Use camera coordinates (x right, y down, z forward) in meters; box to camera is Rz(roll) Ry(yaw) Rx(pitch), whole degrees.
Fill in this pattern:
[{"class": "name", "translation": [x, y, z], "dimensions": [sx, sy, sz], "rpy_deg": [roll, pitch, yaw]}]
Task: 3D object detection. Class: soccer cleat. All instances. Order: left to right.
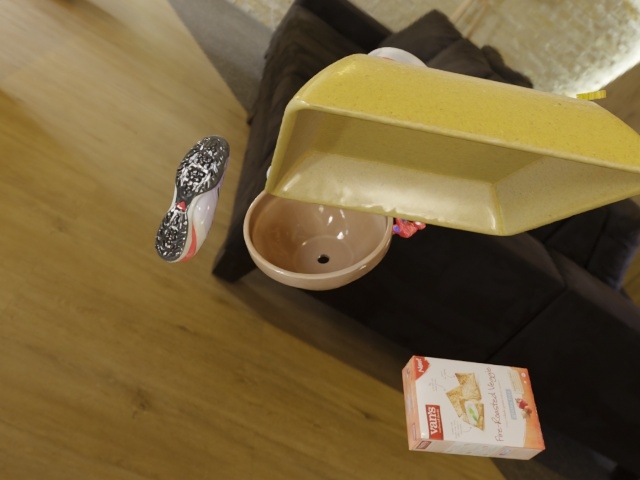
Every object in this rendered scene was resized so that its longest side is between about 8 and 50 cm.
[{"class": "soccer cleat", "translation": [-0.289, -0.098, 1.462], "dimensions": [0.109, 0.318, 0.116], "rpy_deg": [25, 7, 19]}]

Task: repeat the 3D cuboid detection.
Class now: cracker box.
[{"class": "cracker box", "translation": [0.271, 0.302, 1.114], "dimensions": [0.233, 0.067, 0.155], "rpy_deg": [8, 51, -10]}]

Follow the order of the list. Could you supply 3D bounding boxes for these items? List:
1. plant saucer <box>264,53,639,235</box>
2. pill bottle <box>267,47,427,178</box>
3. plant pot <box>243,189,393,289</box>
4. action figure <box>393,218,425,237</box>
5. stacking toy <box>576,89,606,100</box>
[{"class": "plant saucer", "translation": [0.119, -0.091, 0.653], "dimensions": [0.333, 0.080, 0.333], "rpy_deg": [10, -9, -7]}, {"class": "pill bottle", "translation": [0.075, -0.225, 1.359], "dimensions": [0.229, 0.229, 0.407], "rpy_deg": [40, 64, 2]}, {"class": "plant pot", "translation": [0.000, 0.000, 1.012], "dimensions": [0.238, 0.109, 0.237], "rpy_deg": [-3, 50, 4]}, {"class": "action figure", "translation": [0.207, -0.063, 2.022], "dimensions": [0.091, 0.281, 0.139], "rpy_deg": [-33, 111, -54]}, {"class": "stacking toy", "translation": [0.562, -0.256, 1.439], "dimensions": [0.052, 0.166, 0.221], "rpy_deg": [-15, 14, -32]}]
